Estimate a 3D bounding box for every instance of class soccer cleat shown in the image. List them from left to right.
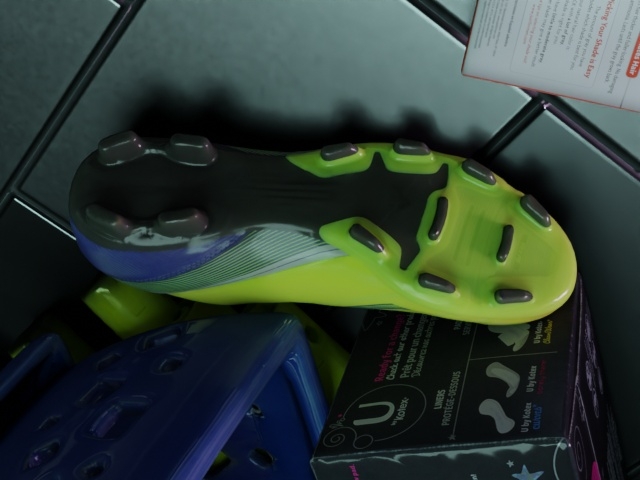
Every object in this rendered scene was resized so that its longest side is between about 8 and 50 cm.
[{"bbox_3d":[0.000,-0.001,0.639,0.289,0.093,0.121,8,158,3],"label":"soccer cleat"}]

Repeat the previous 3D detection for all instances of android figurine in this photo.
[{"bbox_3d":[-0.077,0.132,0.759,0.273,0.056,0.248,44,123,-16],"label":"android figurine"}]

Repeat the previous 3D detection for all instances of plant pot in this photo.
[{"bbox_3d":[-0.120,0.193,0.644,0.212,0.236,0.236,0,123,25],"label":"plant pot"}]

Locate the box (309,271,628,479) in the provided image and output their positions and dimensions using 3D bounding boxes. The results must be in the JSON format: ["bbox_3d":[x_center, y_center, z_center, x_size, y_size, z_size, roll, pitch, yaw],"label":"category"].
[{"bbox_3d":[0.108,0.169,0.662,0.142,0.163,0.247,-8,117,20],"label":"box"}]

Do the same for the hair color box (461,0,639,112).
[{"bbox_3d":[0.146,-0.105,0.534,0.141,0.043,0.072,14,128,5],"label":"hair color box"}]
